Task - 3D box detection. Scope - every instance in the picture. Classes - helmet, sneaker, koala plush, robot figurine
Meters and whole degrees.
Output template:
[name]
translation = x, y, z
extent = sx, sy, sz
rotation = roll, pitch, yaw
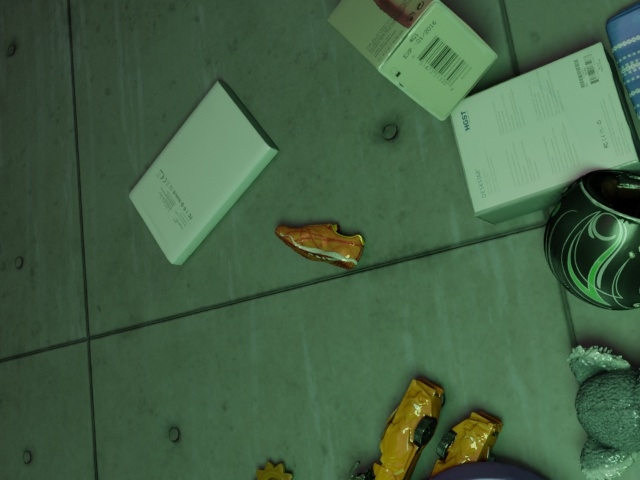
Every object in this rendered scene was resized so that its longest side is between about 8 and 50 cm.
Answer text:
[helmet]
translation = 0.375, 0.007, 0.967
extent = 0.169, 0.169, 0.161
rotation = 36, 133, 32
[sneaker]
translation = 0.000, 0.000, 1.284
extent = 0.175, 0.064, 0.067
rotation = 16, 72, 29
[koala plush]
translation = 0.409, 0.202, 0.913
extent = 0.221, 0.203, 0.196
rotation = -12, 75, 43
[robot figurine]
translation = 0.148, 0.367, 1.106
extent = 0.211, 0.085, 0.291
rotation = 27, 97, 33

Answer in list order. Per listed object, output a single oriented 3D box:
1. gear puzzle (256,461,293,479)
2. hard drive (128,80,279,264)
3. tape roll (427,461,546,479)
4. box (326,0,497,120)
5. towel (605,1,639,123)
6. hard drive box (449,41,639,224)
[gear puzzle]
translation = -0.067, 0.543, 1.246
extent = 0.175, 0.044, 0.339
rotation = -16, 74, 26
[hard drive]
translation = -0.236, -0.130, 1.459
extent = 0.307, 0.040, 0.203
rotation = -47, 61, 18
[tape roll]
translation = 0.225, 0.438, 0.981
extent = 0.274, 0.090, 0.275
rotation = 0, 87, 10
[box]
translation = 0.133, -0.308, 1.134
extent = 0.127, 0.148, 0.232
rotation = -50, 36, 15
[towel]
translation = 0.535, -0.200, 0.969
extent = 0.243, 0.040, 0.336
rotation = -23, 71, 29
[hard drive box]
translation = 0.320, -0.146, 1.070
extent = 0.232, 0.089, 0.181
rotation = -18, 73, 29
